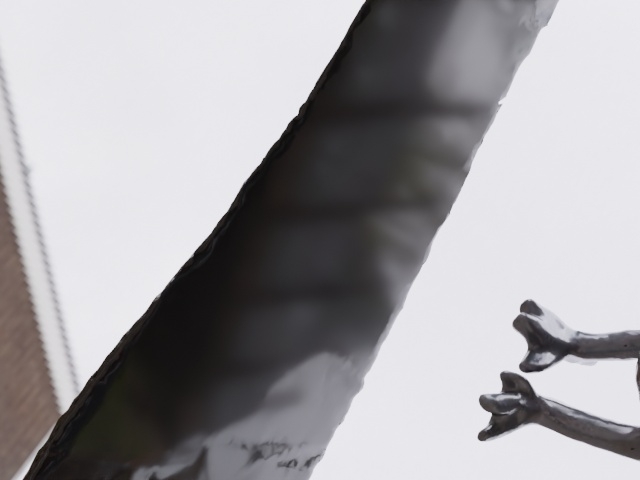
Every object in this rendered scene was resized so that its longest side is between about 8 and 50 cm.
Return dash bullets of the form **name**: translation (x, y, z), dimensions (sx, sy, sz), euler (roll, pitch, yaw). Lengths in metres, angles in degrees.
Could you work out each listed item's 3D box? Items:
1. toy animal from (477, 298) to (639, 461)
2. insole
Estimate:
- **toy animal**: translation (0.176, 0.066, 0.793), dimensions (0.206, 0.081, 0.367), euler (2, -15, 23)
- **insole**: translation (0.000, 0.000, 0.340), dimensions (0.005, 0.086, 0.253), euler (35, -84, 31)
